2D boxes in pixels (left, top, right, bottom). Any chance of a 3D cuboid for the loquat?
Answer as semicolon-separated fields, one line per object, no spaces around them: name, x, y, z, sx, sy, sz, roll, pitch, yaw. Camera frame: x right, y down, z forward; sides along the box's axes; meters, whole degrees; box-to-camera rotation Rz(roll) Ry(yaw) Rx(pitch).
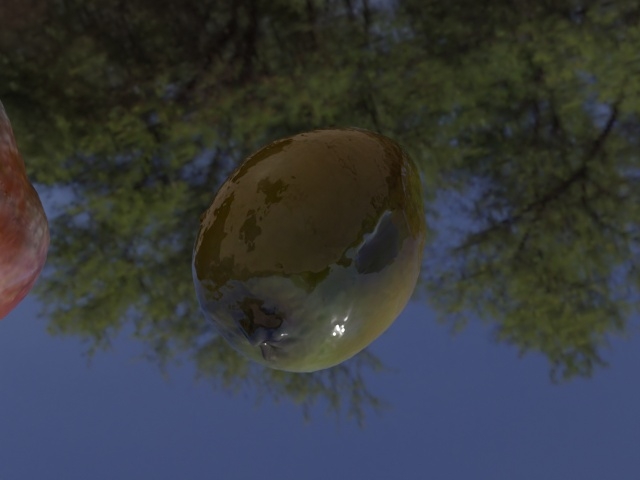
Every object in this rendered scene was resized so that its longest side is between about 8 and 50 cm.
loquat;0.000;0.000;0.834;0.152;0.152;0.195;-1;-138;42

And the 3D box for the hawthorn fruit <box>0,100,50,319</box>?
hawthorn fruit;-0.328;-0.013;0.896;0.263;0.235;0.231;-31;-136;2
